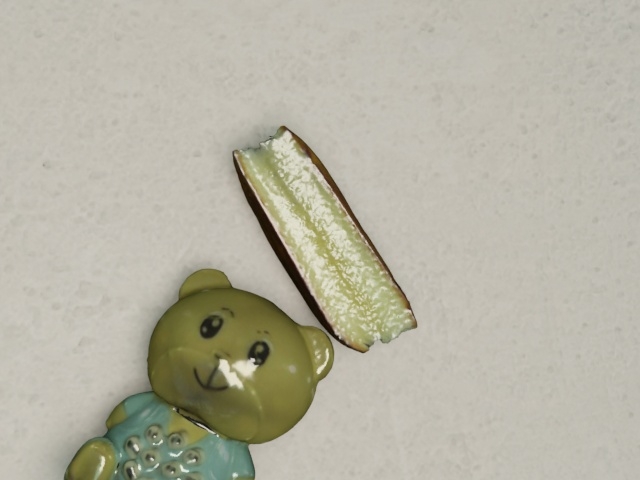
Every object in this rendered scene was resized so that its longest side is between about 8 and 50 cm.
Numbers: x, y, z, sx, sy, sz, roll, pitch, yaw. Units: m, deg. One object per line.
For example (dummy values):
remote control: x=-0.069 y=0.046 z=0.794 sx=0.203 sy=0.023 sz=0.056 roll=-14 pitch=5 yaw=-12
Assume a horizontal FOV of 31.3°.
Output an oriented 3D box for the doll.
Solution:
doll: x=-0.114 y=0.171 z=1.145 sx=0.177 sy=0.161 sz=0.261 roll=28 pitch=84 yaw=11

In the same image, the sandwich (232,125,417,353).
sandwich: x=0.000 y=0.000 z=1.213 sx=0.094 sy=0.096 sz=0.258 roll=-31 pitch=97 yaw=-6
